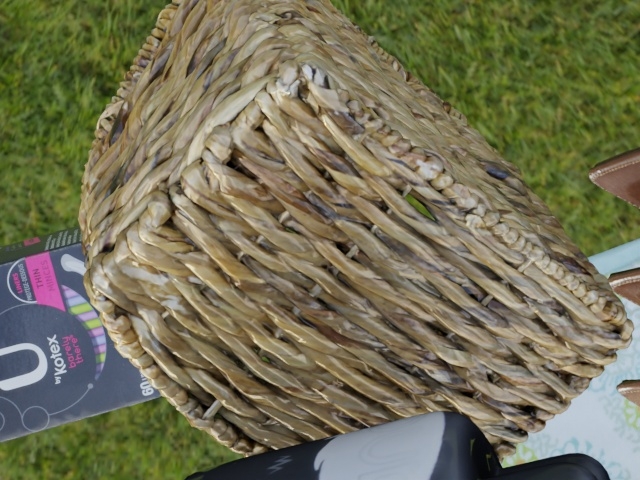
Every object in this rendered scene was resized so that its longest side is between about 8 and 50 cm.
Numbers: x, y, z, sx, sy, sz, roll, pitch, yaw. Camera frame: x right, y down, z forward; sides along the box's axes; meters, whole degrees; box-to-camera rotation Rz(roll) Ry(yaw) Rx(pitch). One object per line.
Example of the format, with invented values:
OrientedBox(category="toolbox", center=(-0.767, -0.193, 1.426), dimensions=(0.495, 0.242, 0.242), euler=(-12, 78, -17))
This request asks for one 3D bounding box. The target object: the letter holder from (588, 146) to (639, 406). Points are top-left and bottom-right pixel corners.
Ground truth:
OrientedBox(category="letter holder", center=(0.299, 0.037, 0.736), dimensions=(0.214, 0.302, 0.152), euler=(27, 76, -18))

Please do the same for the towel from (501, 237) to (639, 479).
OrientedBox(category="towel", center=(0.305, 0.189, 1.344), dimensions=(0.375, 0.090, 0.320), euler=(-18, 79, -7))

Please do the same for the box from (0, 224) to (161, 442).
OrientedBox(category="box", center=(-0.301, 0.094, 1.131), dimensions=(0.270, 0.143, 0.165), euler=(-16, 100, -7))

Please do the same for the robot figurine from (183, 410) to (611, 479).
OrientedBox(category="robot figurine", center=(0.011, 0.184, 0.571), dimensions=(0.278, 0.173, 0.209), euler=(-16, 131, 14))

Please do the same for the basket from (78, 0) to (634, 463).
OrientedBox(category="basket", center=(0.000, 0.000, 0.733), dimensions=(0.299, 0.223, 0.213), euler=(35, 107, -31))
